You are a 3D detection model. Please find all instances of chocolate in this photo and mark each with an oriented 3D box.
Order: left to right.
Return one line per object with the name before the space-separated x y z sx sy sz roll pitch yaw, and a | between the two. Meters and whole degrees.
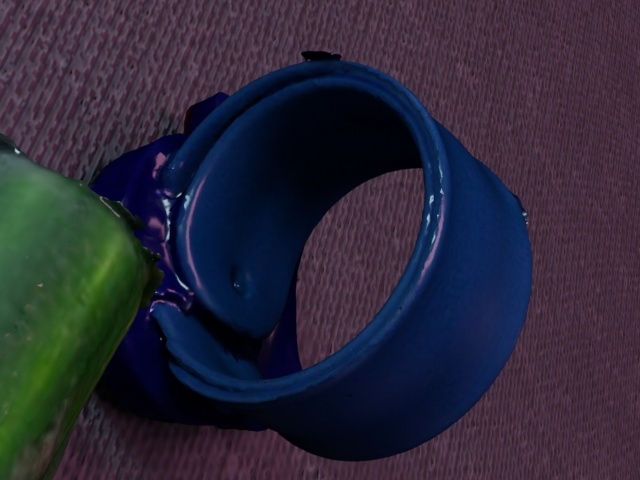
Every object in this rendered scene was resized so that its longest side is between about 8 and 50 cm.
chocolate | -0.156 0.098 0.495 0.110 0.110 0.291 58 38 -33

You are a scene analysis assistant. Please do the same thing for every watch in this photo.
watch | -0.004 0.005 0.691 0.171 0.200 0.196 22 66 -53
